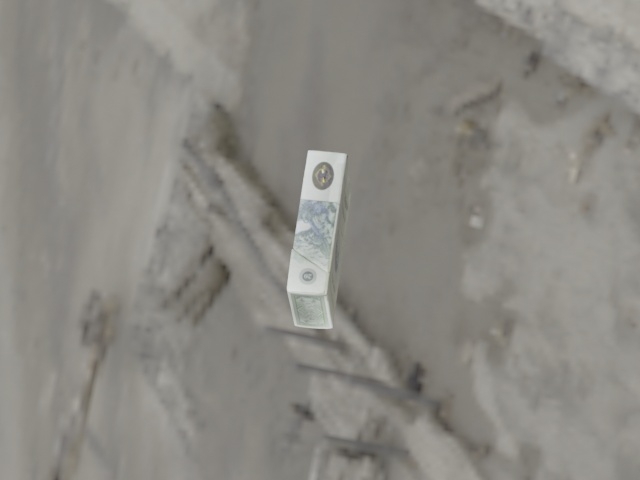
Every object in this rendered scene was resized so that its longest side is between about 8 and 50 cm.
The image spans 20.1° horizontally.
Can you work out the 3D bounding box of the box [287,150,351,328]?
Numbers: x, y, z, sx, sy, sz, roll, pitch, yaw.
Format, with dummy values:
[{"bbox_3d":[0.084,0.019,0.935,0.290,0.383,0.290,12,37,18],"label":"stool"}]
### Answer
[{"bbox_3d":[0.000,0.000,0.972,0.054,0.024,0.083,85,-168,-67],"label":"box"}]
